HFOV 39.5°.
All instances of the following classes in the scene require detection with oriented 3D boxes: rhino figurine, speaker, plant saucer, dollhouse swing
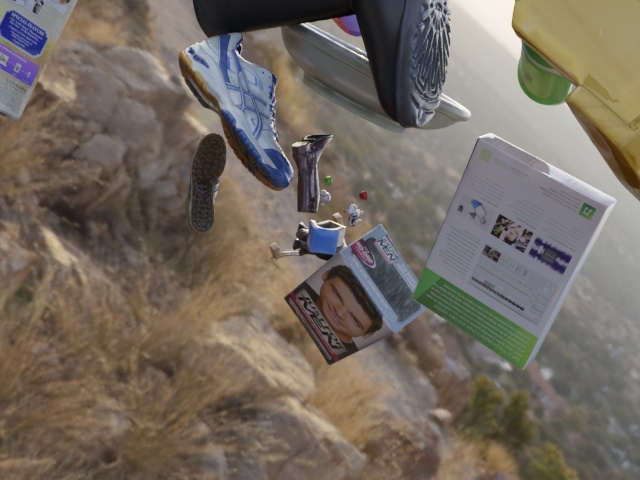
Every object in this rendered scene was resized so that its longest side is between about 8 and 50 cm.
[{"bbox_3d":[0.000,0.000,1.891,0.106,0.073,0.243,11,-6,8],"label":"rhino figurine"},{"bbox_3d":[0.400,-0.314,1.514,0.131,0.131,0.296,47,5,11],"label":"speaker"},{"bbox_3d":[0.082,-0.289,1.648,0.400,0.100,0.400,26,14,-7],"label":"plant saucer"},{"bbox_3d":[0.498,-0.262,1.244,0.315,0.347,0.305,42,10,-38],"label":"dollhouse swing"}]

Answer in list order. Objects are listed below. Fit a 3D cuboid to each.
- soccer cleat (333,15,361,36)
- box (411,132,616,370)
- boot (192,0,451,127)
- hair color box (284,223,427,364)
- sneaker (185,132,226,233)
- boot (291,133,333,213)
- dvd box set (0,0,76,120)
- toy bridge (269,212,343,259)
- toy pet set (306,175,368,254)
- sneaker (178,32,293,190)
[{"bbox_3d":[0.015,-0.550,2.007,0.095,0.083,0.248,-17,66,-43],"label":"soccer cleat"},{"bbox_3d":[0.303,0.020,1.450,0.232,0.322,0.058,34,30,24],"label":"box"},{"bbox_3d":[-0.018,-0.366,1.443,0.445,0.367,0.146,5,-2,27],"label":"boot"},{"bbox_3d":[0.067,0.122,1.825,0.114,0.374,0.185,-33,86,-26],"label":"hair color box"},{"bbox_3d":[-0.227,-0.106,1.708,0.064,0.192,0.086,9,-6,-18],"label":"sneaker"},{"bbox_3d":[-0.009,-0.105,1.392,0.037,0.114,0.106,6,24,34],"label":"boot"},{"bbox_3d":[-0.604,-0.477,1.654,0.062,0.420,0.308,18,-8,38],"label":"dvd box set"},{"bbox_3d":[-0.032,0.001,2.050,0.026,0.188,0.063,49,-22,41],"label":"toy bridge"},{"bbox_3d":[0.004,-0.043,1.487,0.122,0.114,0.065,23,24,33],"label":"toy pet set"},{"bbox_3d":[-0.112,-0.225,1.484,0.296,0.131,0.112,57,-16,9],"label":"sneaker"}]
